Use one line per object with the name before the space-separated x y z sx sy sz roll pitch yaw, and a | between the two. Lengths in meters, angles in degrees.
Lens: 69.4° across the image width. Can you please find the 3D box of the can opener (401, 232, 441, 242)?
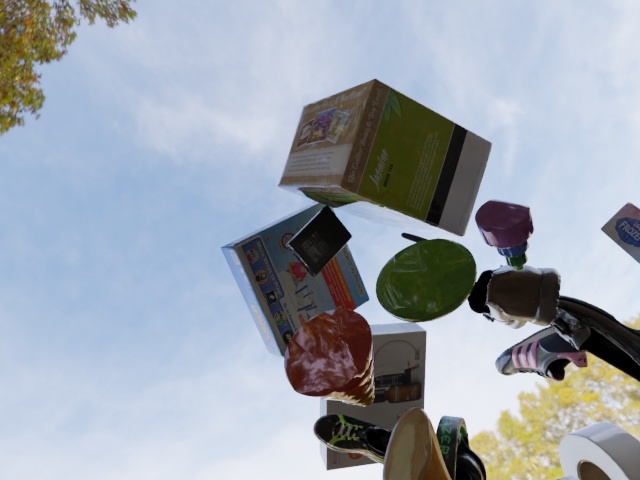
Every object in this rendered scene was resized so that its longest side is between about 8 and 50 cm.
can opener | 0.408 0.006 1.831 0.073 0.186 0.059 -66 -13 -3

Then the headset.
headset | 0.340 0.600 1.070 0.243 0.186 0.393 -45 -51 -58

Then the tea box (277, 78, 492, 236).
tea box | 0.128 -0.167 1.035 0.324 0.329 0.219 19 -93 -26

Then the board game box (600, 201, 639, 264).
board game box | 0.612 0.104 0.654 0.319 0.317 0.065 26 -64 -16

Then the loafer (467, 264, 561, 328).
loafer | 0.362 0.098 0.928 0.366 0.130 0.133 52 -131 -75

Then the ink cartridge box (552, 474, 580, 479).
ink cartridge box | 0.470 0.478 0.877 0.084 0.048 0.028 3 -86 -27

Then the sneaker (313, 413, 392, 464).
sneaker | 0.096 0.440 1.055 0.235 0.084 0.097 10 -42 16

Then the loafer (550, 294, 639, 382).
loafer | 0.547 0.193 0.909 0.084 0.268 0.096 -39 -47 -23

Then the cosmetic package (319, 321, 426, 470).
cosmetic package | 0.143 0.426 1.285 0.285 0.097 0.376 -2 -82 -11

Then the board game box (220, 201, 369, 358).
board game box | -0.054 0.089 1.197 0.302 0.086 0.307 -28 -78 -32

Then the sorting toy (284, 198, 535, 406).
sorting toy | 0.133 0.097 0.595 0.366 0.127 0.126 -37 -57 -5

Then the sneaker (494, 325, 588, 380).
sneaker | 0.621 0.352 1.323 0.112 0.130 0.319 1 -34 -18

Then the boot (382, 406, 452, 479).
boot | 0.211 0.450 0.759 0.211 0.294 0.104 34 -50 -21

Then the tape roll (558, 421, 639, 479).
tape roll | 0.756 0.623 1.184 0.100 0.286 0.285 -16 -54 -13

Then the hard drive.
hard drive | 0.000 0.000 1.014 0.135 0.022 0.094 -46 -76 -26
